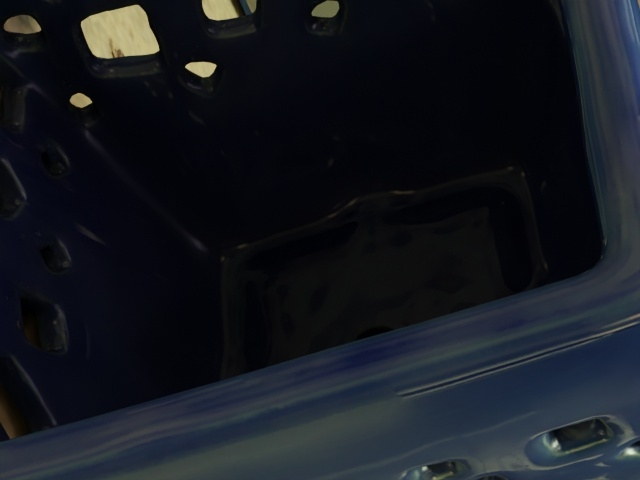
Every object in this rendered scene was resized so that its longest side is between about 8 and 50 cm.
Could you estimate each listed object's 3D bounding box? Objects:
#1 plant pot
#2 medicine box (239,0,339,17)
[{"bbox_3d":[0.000,0.000,0.546,0.212,0.236,0.236,56,22,-55],"label":"plant pot"},{"bbox_3d":[0.084,-0.127,1.019,0.263,0.149,0.289,63,19,-20],"label":"medicine box"}]
